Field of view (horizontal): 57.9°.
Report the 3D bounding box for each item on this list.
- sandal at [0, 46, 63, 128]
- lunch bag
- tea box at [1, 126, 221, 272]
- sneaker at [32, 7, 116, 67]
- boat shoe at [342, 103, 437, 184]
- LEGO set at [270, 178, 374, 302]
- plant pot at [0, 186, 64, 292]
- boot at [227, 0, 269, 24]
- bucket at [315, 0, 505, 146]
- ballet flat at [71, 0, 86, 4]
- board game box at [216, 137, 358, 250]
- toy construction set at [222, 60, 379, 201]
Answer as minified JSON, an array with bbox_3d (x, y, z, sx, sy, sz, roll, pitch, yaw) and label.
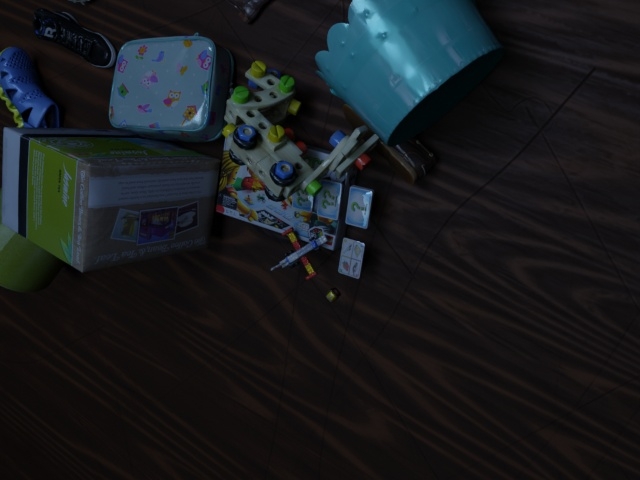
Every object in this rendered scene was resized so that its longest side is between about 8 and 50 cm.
[{"bbox_3d":[-0.736,-0.344,1.504,0.138,0.126,0.317,-6,107,25],"label":"sandal"},{"bbox_3d":[-0.320,-0.336,1.271,0.279,0.108,0.224,7,87,22],"label":"lunch bag"},{"bbox_3d":[-0.451,-0.106,1.256,0.323,0.329,0.220,22,111,31],"label":"tea box"},{"bbox_3d":[-0.607,-0.483,1.395,0.217,0.121,0.079,36,116,16],"label":"sneaker"},{"bbox_3d":[0.132,-0.200,1.107,0.073,0.073,0.207,-41,83,-9],"label":"boat shoe"},{"bbox_3d":[0.000,0.000,1.163,0.182,0.060,0.244,17,109,27],"label":"LEGO set"},{"bbox_3d":[-0.720,-0.062,1.493,0.293,0.275,0.275,-40,81,13],"label":"plant pot"},{"bbox_3d":[-0.142,-0.523,1.190,0.114,0.037,0.106,-37,96,32],"label":"boot"},{"bbox_3d":[0.151,-0.301,0.959,0.281,0.281,0.183,-40,83,29],"label":"bucket"},{"bbox_3d":[-0.480,-0.678,1.280,0.409,0.147,0.147,-35,84,29],"label":"ballet flat"},{"bbox_3d":[-0.078,-0.116,1.239,0.305,0.053,0.193,18,109,23],"label":"board game box"},{"bbox_3d":[-0.057,-0.201,1.112,0.328,0.215,0.151,37,148,22],"label":"toy construction set"}]
